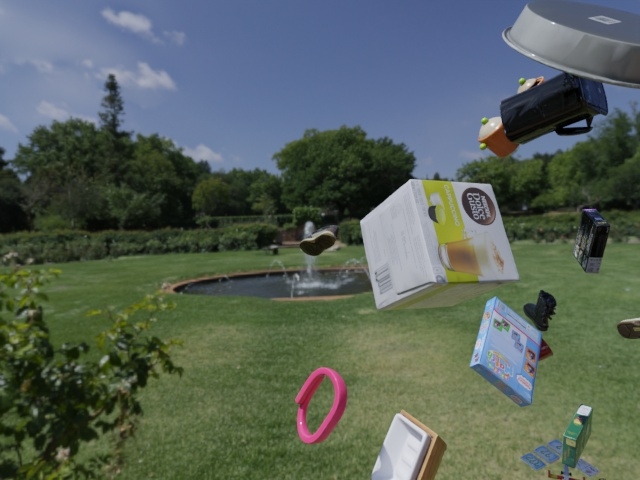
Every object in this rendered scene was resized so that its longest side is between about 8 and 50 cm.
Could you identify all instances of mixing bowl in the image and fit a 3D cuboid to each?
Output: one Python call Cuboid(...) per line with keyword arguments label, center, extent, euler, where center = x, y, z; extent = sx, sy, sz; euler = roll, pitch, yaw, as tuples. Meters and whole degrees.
Cuboid(label="mixing bowl", center=(0.675, 0.348, 1.536), extent=(0.098, 0.181, 0.181), euler=(-40, 2, -1))

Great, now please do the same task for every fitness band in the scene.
Cuboid(label="fitness band", center=(-0.003, 0.615, 1.697), extent=(0.054, 0.291, 0.209), euler=(19, 18, -35))

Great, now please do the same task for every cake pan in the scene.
Cuboid(label="cake pan", center=(0.447, -0.323, 0.728), extent=(0.293, 0.054, 0.293), euler=(5, 40, -4))

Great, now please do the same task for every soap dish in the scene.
Cuboid(label="soap dish", center=(0.319, 0.797, 1.642), extent=(0.118, 0.290, 0.229), euler=(27, -8, -20))

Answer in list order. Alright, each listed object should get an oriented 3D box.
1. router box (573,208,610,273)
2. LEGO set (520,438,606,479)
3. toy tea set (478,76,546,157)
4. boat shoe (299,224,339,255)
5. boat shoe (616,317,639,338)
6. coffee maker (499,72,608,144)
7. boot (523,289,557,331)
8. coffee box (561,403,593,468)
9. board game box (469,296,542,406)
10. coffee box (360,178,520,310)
Cuboid(label="router box", center=(0.907, 0.001, 1.530), extent=(0.046, 0.179, 0.133), euler=(1, 28, 9))
Cuboid(label="LEGO set", center=(0.856, 0.783, 1.589), extent=(0.182, 0.060, 0.244), euler=(-13, 15, -19))
Cuboid(label="toy tea set", center=(0.573, -0.384, 1.341), extent=(0.200, 0.124, 0.336), euler=(-37, 15, 43))
Cuboid(label="boat shoe", center=(0.000, 0.000, 1.164), extent=(0.049, 0.056, 0.152), euler=(-50, 17, -31))
Cuboid(label="boat shoe", center=(0.880, 0.222, 1.186), extent=(0.072, 0.068, 0.190), euler=(-17, 1, -19))
Cuboid(label="coffee maker", center=(0.479, -0.291, 0.968), extent=(0.171, 0.120, 0.178), euler=(25, -26, -30))
Cuboid(label="boot", center=(0.617, 0.184, 1.281), extent=(0.045, 0.099, 0.121), euler=(-2, 28, 0))
Cuboid(label="coffee box", center=(0.812, 0.613, 1.437), extent=(0.040, 0.113, 0.184), euler=(10, 26, 42))
Cuboid(label="board game box", center=(0.455, 0.264, 1.104), extent=(0.039, 0.160, 0.211), euler=(-47, 6, 48))
Cuboid(label="coffee box", center=(0.378, 0.026, 1.511), extent=(0.334, 0.337, 0.338), euler=(0, -22, -24))
